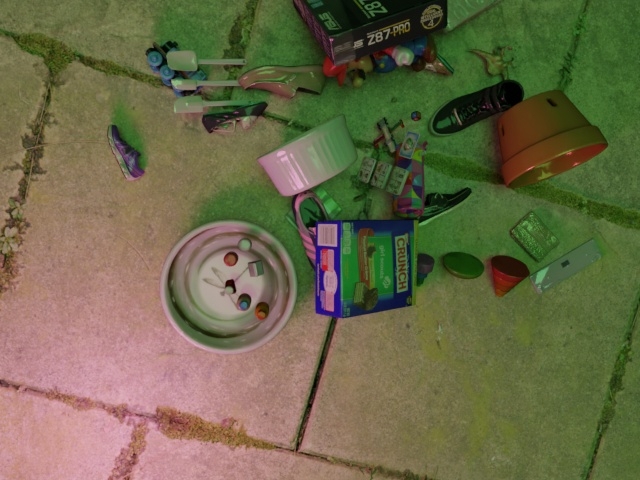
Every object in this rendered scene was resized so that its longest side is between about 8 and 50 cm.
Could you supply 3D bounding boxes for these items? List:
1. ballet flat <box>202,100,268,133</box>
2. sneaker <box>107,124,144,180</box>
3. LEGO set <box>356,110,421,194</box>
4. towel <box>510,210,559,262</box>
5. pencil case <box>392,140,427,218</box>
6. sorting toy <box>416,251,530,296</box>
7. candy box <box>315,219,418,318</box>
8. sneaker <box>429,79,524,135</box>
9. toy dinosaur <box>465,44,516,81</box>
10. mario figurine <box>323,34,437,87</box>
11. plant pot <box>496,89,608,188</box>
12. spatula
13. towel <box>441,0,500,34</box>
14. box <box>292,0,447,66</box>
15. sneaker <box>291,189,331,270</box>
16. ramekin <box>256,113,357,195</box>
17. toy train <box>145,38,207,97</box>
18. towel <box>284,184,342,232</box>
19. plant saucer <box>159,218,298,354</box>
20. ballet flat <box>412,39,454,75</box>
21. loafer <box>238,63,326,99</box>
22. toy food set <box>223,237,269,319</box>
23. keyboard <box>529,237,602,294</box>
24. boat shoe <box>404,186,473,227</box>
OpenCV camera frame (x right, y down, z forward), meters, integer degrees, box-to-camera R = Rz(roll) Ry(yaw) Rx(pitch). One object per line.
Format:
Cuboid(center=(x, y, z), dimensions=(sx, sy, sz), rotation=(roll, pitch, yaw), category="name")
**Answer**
Cuboid(center=(-0.250, -0.360, 1.454), dimensions=(0.203, 0.074, 0.074), rotation=(-12, 94, 1), category="ballet flat")
Cuboid(center=(-0.575, -0.263, 1.440), dimensions=(0.071, 0.068, 0.169), rotation=(-27, 104, -19), category="sneaker")
Cuboid(center=(0.222, -0.272, 1.462), dimensions=(0.060, 0.182, 0.244), rotation=(9, 104, -44), category="LEGO set")
Cuboid(center=(0.698, -0.010, 1.587), dimensions=(0.110, 0.027, 0.148), rotation=(-44, 96, -1), category="towel")
Cuboid(center=(0.269, -0.186, 1.469), dimensions=(0.104, 0.104, 0.236), rotation=(7, 77, -6), category="pencil case")
Cuboid(center=(0.467, 0.121, 1.552), dimensions=(0.366, 0.127, 0.126), rotation=(4, 123, -3), category="sorting toy")
Cuboid(center=(0.141, 0.072, 1.419), dimensions=(0.317, 0.122, 0.268), rotation=(-3, 94, -41), category="candy box")
Cuboid(center=(0.478, -0.409, 1.483), dimensions=(0.296, 0.147, 0.104), rotation=(-25, 97, -2), category="sneaker")
Cuboid(center=(0.552, -0.568, 1.527), dimensions=(0.183, 0.053, 0.092), rotation=(40, 90, -6), category="toy dinosaur")
Cuboid(center=(0.166, -0.498, 1.409), dimensions=(0.321, 0.198, 0.170), rotation=(-9, 59, -9), category="mario figurine")
Cuboid(center=(0.663, -0.308, 1.456), dimensions=(0.291, 0.291, 0.203), rotation=(-17, 78, -4), category="plant pot")
Cuboid(center=(-0.314, -0.461, 1.412), dimensions=(0.242, 0.019, 0.168), rotation=(-12, 101, -28), category="spatula")
Cuboid(center=(0.394, -0.821, 1.451), dimensions=(0.317, 0.053, 0.331), rotation=(-35, 96, -21), category="towel")
Cuboid(center=(0.116, -0.653, 1.340), dimensions=(0.318, 0.395, 0.097), rotation=(-21, 140, -2), category="box")
Cuboid(center=(0.000, 0.000, 1.443), dimensions=(0.112, 0.131, 0.319), rotation=(-27, 94, -6), category="sneaker")
Cuboid(center=(-0.029, -0.237, 1.386), dimensions=(0.277, 0.277, 0.135), rotation=(-29, 103, -3), category="ramekin")
Cuboid(center=(-0.422, -0.503, 1.426), dimensions=(0.105, 0.080, 0.184), rotation=(-44, 97, -9), category="toy train")
Cuboid(center=(-0.020, -0.084, 1.515), dimensions=(0.152, 0.023, 0.113), rotation=(-42, 97, -2), category="towel")
Cuboid(center=(-0.269, 0.134, 1.465), dimensions=(0.401, 0.100, 0.400), rotation=(0, 94, -6), category="plant saucer")
Cuboid(center=(0.326, -0.576, 1.507), dimensions=(0.067, 0.073, 0.206), rotation=(-39, 94, 25), category="ballet flat")
Cuboid(center=(-0.107, -0.466, 1.444), dimensions=(0.269, 0.102, 0.092), rotation=(-8, 97, -8), category="loafer")
Cuboid(center=(-0.213, 0.112, 1.366), dimensions=(0.111, 0.104, 0.232), rotation=(-10, 94, -5), category="toy food set")
Cuboid(center=(0.814, 0.085, 1.613), dimensions=(0.256, 0.014, 0.072), rotation=(-30, 91, -3), category="keyboard")
Cuboid(center=(0.366, -0.116, 1.520), dimensions=(0.233, 0.084, 0.079), rotation=(-25, 96, -1), category="boat shoe")
